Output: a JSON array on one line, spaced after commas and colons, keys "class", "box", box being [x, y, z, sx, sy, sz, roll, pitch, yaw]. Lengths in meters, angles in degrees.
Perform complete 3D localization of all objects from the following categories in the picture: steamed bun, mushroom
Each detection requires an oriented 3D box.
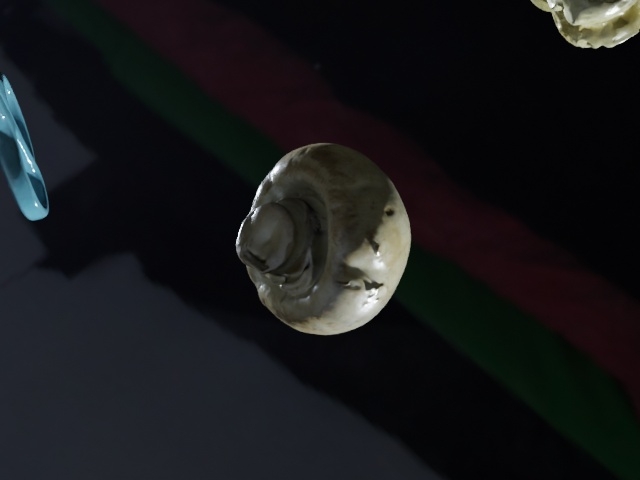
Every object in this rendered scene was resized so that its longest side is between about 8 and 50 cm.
[{"class": "steamed bun", "box": [0.273, -0.275, 1.550, 0.192, 0.177, 0.106, 58, -22, 19]}, {"class": "mushroom", "box": [0.000, 0.000, 1.380, 0.166, 0.127, 0.166, 4, -84, 42]}]

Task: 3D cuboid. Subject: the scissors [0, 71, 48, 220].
[{"class": "scissors", "box": [-0.376, -0.200, 1.699, 0.447, 0.029, 0.192, 73, -3, -54]}]
